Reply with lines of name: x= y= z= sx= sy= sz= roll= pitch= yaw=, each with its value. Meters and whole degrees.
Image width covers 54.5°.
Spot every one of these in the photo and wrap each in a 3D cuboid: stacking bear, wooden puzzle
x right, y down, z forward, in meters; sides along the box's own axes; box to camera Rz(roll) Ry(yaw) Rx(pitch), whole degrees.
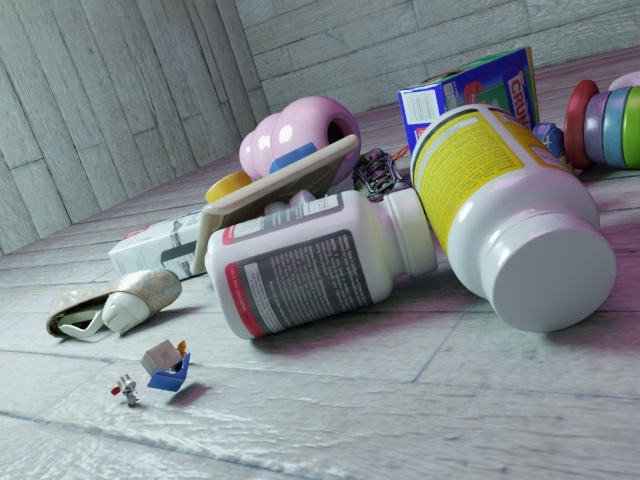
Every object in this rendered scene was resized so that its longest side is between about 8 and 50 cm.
stacking bear: x=0.617 y=-0.209 z=1.138 sx=0.288 sy=0.176 sz=0.164 roll=5 pitch=25 yaw=38
wooden puzzle: x=-0.111 y=-0.079 z=1.216 sx=0.322 sy=0.081 sz=0.348 roll=-29 pitch=-9 yaw=-25

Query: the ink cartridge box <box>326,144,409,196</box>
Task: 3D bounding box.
ink cartridge box: x=0.134 y=-0.201 z=1.662 sx=0.232 sy=0.066 sz=0.189 roll=-40 pitch=5 yaw=26

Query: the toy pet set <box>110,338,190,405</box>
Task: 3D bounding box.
toy pet set: x=-0.222 y=0.193 z=0.892 sx=0.122 sy=0.065 sz=0.114 roll=-29 pitch=-16 yaw=-43

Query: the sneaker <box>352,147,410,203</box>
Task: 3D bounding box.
sneaker: x=0.122 y=-0.120 z=1.373 sx=0.134 sy=0.146 sz=0.343 roll=-18 pitch=16 yaw=-2

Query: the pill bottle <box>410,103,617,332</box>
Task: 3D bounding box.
pill bottle: x=0.241 y=-0.039 z=0.819 sx=0.187 sy=0.188 sz=0.334 roll=-16 pitch=32 yaw=5

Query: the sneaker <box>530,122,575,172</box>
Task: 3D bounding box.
sneaker: x=0.413 y=-0.153 z=1.201 sx=0.091 sy=0.126 sz=0.240 roll=-4 pitch=20 yaw=41

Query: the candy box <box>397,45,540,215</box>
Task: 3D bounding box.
candy box: x=0.326 y=-0.228 z=1.290 sx=0.317 sy=0.268 sz=0.122 roll=-30 pitch=23 yaw=-36

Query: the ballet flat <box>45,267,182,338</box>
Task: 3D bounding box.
ballet flat: x=-0.408 y=0.138 z=1.207 sx=0.315 sy=0.108 sz=0.106 roll=-16 pitch=35 yaw=26

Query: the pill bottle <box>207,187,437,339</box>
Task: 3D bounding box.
pill bottle: x=0.006 y=0.027 z=0.946 sx=0.318 sy=0.177 sz=0.176 roll=-17 pitch=16 yaw=5

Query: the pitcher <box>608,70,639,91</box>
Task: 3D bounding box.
pitcher: x=0.743 y=-0.299 z=1.380 sx=0.177 sy=0.126 sz=0.207 roll=-43 pitch=37 yaw=-25

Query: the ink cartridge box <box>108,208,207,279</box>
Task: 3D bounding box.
ink cartridge box: x=-0.329 y=0.013 z=1.471 sx=0.272 sy=0.114 sz=0.197 roll=-17 pitch=15 yaw=2

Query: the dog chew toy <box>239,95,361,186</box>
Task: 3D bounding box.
dog chew toy: x=-0.065 y=-0.212 z=1.442 sx=0.331 sy=0.207 sz=0.206 roll=-4 pitch=21 yaw=48

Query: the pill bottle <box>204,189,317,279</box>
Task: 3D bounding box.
pill bottle: x=-0.088 y=0.008 z=1.099 sx=0.216 sy=0.121 sz=0.121 roll=-36 pitch=12 yaw=14
